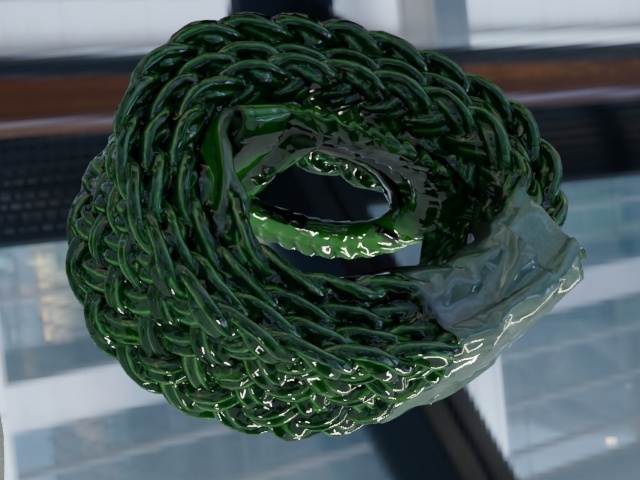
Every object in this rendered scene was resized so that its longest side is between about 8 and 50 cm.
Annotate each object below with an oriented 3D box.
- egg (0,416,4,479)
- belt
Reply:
[{"bbox_3d":[-0.216,0.104,0.673,0.161,0.271,0.206,-2,136,-54],"label":"egg"},{"bbox_3d":[0.000,0.000,0.458,0.151,0.121,0.079,-2,150,-25],"label":"belt"}]
